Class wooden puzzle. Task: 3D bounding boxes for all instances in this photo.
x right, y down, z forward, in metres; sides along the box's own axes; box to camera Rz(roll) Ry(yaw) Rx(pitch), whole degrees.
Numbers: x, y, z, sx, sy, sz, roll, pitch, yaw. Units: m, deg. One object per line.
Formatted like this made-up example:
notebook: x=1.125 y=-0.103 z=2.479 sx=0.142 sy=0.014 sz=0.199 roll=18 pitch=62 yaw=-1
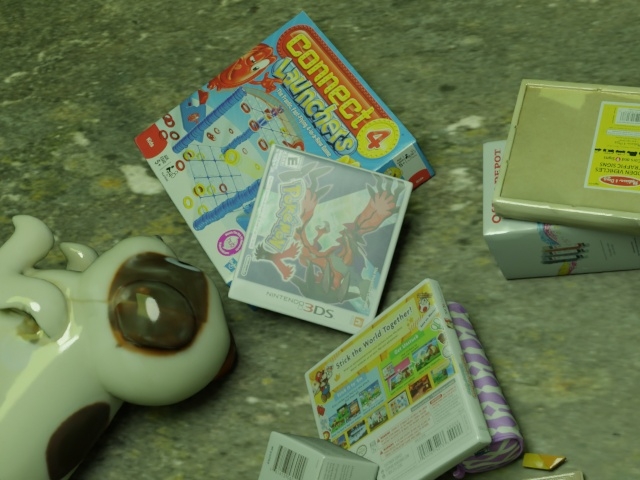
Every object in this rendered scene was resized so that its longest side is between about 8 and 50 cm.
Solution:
wooden puzzle: x=0.254 y=0.286 z=1.288 sx=0.078 sy=0.014 sz=0.116 roll=-9 pitch=59 yaw=24

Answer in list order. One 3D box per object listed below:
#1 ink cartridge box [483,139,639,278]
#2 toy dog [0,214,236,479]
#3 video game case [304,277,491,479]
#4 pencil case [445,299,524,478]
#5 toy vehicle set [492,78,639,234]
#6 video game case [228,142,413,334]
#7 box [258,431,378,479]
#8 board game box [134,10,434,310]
ink cartridge box: x=0.285 y=-0.041 z=1.386 sx=0.176 sy=0.127 sz=0.128 roll=-5 pitch=62 yaw=19
toy dog: x=-0.311 y=0.147 z=1.456 sx=0.408 sy=0.284 sz=0.395 roll=-28 pitch=56 yaw=5
video game case: x=0.080 y=0.187 z=1.352 sx=0.227 sy=0.026 sz=0.206 roll=-41 pitch=49 yaw=34
pencil case: x=0.159 y=0.168 z=1.353 sx=0.088 sy=0.086 sz=0.206 roll=-31 pitch=52 yaw=16
toy vehicle set: x=0.334 y=-0.089 z=1.293 sx=0.266 sy=0.035 sz=0.166 roll=8 pitch=65 yaw=22
video game case: x=0.000 y=0.000 z=1.470 sx=0.183 sy=0.023 sz=0.201 roll=16 pitch=89 yaw=2
box: x=-0.008 y=0.278 z=1.332 sx=0.101 sy=0.087 sz=0.102 roll=14 pitch=88 yaw=50
board game box: x=-0.056 y=-0.114 z=1.604 sx=0.302 sy=0.086 sz=0.308 roll=-38 pitch=54 yaw=1
